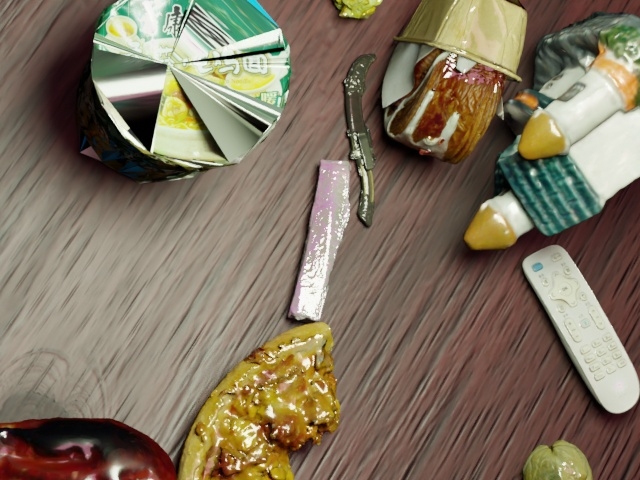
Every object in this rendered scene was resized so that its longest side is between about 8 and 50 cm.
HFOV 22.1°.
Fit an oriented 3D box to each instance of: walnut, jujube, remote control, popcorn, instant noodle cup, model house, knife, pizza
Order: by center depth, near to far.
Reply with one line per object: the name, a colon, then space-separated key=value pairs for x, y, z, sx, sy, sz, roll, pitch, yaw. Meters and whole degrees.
jujube: x=-0.270 y=0.263 z=1.743 sx=0.236 sy=0.168 sz=0.168 roll=19 pitch=73 yaw=-11
instant noodle cup: x=-0.170 y=-0.172 z=1.853 sx=0.240 sy=0.178 sz=0.240 roll=4 pitch=78 yaw=-21
pizza: x=-0.064 y=0.224 z=1.868 sx=0.161 sy=0.085 sz=0.305 roll=35 pitch=70 yaw=-13
model house: x=0.273 y=-0.114 z=1.985 sx=0.301 sy=0.271 sz=0.190 roll=-38 pitch=104 yaw=-11
walnut: x=0.290 y=0.290 z=1.998 sx=0.092 sy=0.092 sz=0.092 roll=4 pitch=78 yaw=-21
knife: x=0.049 y=-0.127 z=2.018 sx=0.045 sy=0.021 sz=0.222 roll=6 pitch=77 yaw=-23
popcorn: x=0.040 y=-0.312 z=2.031 sx=0.083 sy=0.059 sz=0.068 roll=54 pitch=27 yaw=-13
remote control: x=0.328 y=0.115 z=2.070 sx=0.073 sy=0.044 sz=0.229 roll=-26 pitch=81 yaw=-27

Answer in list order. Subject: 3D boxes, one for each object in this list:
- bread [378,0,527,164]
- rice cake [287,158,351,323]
bread: x=0.162 y=-0.201 z=1.972 sx=0.142 sy=0.224 sz=0.212 roll=17 pitch=95 yaw=-15
rice cake: x=0.000 y=0.000 z=1.965 sx=0.047 sy=0.036 sz=0.207 roll=17 pitch=75 yaw=-13
